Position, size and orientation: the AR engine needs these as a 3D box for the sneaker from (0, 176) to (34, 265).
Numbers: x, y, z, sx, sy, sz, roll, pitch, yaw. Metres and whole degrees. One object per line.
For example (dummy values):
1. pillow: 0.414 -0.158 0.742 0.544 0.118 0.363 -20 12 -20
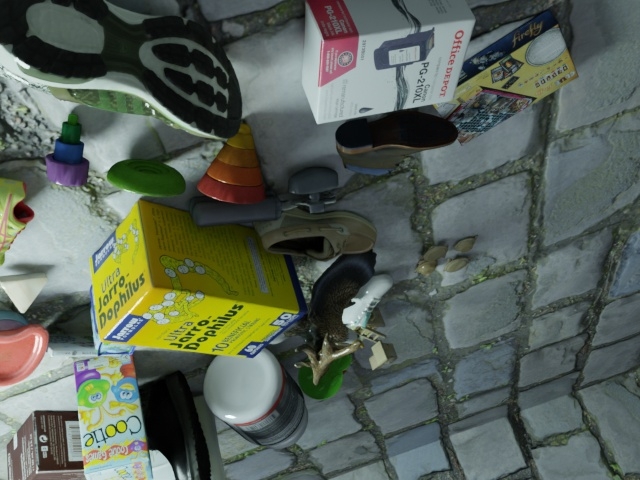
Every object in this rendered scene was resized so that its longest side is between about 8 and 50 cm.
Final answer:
1. sneaker: -0.525 -0.025 1.198 0.094 0.081 0.208 -5 144 -26

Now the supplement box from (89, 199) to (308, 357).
1. supplement box: -0.235 0.088 1.410 0.357 0.195 0.194 15 134 -41

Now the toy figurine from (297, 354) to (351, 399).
1. toy figurine: 0.027 0.390 2.107 0.173 0.130 0.159 -44 161 -6

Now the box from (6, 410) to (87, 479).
1. box: -0.707 0.570 1.903 0.167 0.168 0.203 11 136 -39

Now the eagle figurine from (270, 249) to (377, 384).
1. eagle figurine: 0.017 0.167 1.630 0.226 0.298 0.225 -10 135 17

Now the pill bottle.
1. pill bottle: -0.160 0.435 1.953 0.210 0.210 0.363 -21 148 2

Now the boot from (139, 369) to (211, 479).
1. boot: -0.429 0.518 1.817 0.260 0.348 0.131 -23 141 -3

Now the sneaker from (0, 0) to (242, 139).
1. sneaker: -0.287 -0.237 1.003 0.182 0.158 0.410 -5 165 43

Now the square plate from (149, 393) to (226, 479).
1. square plate: -0.437 0.570 1.902 0.344 0.347 0.049 -16 130 -6

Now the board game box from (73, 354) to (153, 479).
1. board game box: -0.490 0.426 1.703 0.142 0.275 0.144 -10 146 -15

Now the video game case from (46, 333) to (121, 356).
1. video game case: -0.515 0.221 1.534 0.143 0.019 0.157 5 -177 -32

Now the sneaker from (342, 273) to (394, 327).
1. sneaker: 0.107 0.168 1.802 0.212 0.094 0.080 -38 142 26

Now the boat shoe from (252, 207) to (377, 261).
1. boat shoe: 0.000 0.000 1.491 0.302 0.098 0.109 10 137 -38

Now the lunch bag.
1. lunch bag: -0.414 0.144 1.462 0.096 0.128 0.151 1 143 -30

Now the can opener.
1. can opener: -0.103 -0.089 1.355 0.284 0.076 0.095 -6 113 -19

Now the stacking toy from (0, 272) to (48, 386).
1. stacking toy: -0.689 0.144 1.388 0.309 0.130 0.279 7 113 -39

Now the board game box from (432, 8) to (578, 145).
1. board game box: 0.325 -0.283 1.293 0.243 0.042 0.165 -30 146 16

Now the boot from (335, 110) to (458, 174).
1. boot: 0.136 -0.175 1.323 0.219 0.082 0.106 -1 157 1

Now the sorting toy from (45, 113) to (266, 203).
1. sorting toy: -0.250 -0.145 1.175 0.366 0.127 0.126 4 112 -28

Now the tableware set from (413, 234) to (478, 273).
1. tableware set: 0.312 0.042 1.792 0.169 0.020 0.141 -8 148 -20

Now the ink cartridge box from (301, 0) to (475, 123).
1. ink cartridge box: 0.099 -0.289 1.111 0.237 0.100 0.172 -12 147 -11

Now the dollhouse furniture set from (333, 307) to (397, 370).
1. dollhouse furniture set: 0.089 0.289 1.909 0.101 0.161 0.182 10 136 -38
